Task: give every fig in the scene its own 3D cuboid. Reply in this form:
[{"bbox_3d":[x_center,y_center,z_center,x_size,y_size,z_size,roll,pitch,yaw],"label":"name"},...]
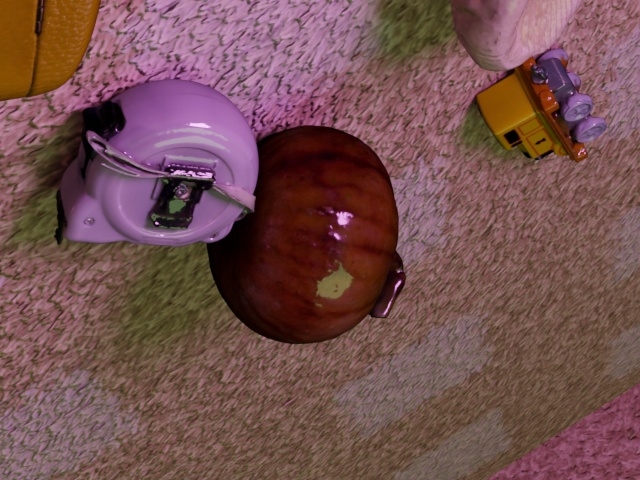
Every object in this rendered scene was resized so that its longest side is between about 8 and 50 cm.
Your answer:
[{"bbox_3d":[-0.015,-0.007,1.478,0.214,0.235,0.235,-17,148,-28],"label":"fig"}]

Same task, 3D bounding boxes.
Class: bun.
[{"bbox_3d":[0.189,-0.282,1.348,0.231,0.133,0.231,-49,160,-25],"label":"bun"}]

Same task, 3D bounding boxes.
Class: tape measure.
[{"bbox_3d":[-0.153,-0.068,1.338,0.196,0.105,0.178,0,132,-20],"label":"tape measure"}]

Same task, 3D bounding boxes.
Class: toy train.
[{"bbox_3d":[0.273,-0.157,1.691,0.127,0.089,0.219,-28,154,13],"label":"toy train"}]

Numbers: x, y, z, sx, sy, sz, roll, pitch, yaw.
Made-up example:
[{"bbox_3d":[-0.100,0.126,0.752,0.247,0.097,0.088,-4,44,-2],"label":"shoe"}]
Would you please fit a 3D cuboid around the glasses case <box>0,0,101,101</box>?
[{"bbox_3d":[-0.208,-0.262,0.932,0.141,0.173,0.371,-16,150,-27],"label":"glasses case"}]
